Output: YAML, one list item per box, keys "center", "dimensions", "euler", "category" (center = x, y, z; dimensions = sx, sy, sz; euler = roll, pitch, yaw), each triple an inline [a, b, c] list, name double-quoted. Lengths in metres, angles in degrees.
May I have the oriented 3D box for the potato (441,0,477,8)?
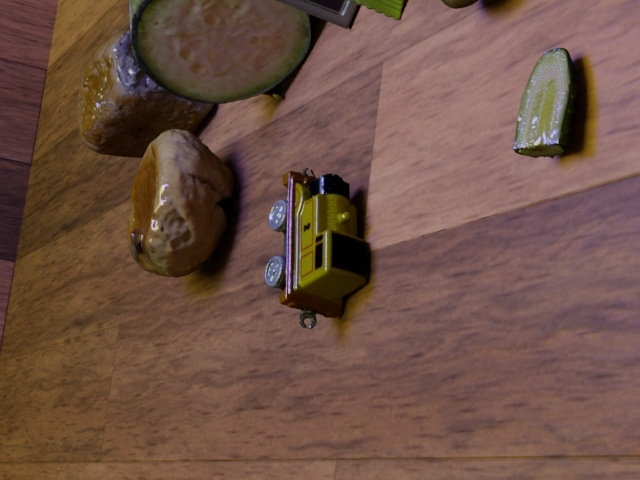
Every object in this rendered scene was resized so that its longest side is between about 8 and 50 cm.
- center: [0.180, -0.321, 1.559]
  dimensions: [0.188, 0.085, 0.105]
  euler: [-58, 8, 32]
  category: "potato"

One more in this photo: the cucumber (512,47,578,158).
- center: [0.226, -0.132, 1.416]
  dimensions: [0.067, 0.035, 0.107]
  euler: [-10, 62, 55]
  category: "cucumber"

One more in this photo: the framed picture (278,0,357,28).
- center: [-0.008, -0.437, 1.887]
  dimensions: [0.020, 0.211, 0.289]
  euler: [-85, 17, -61]
  category: "framed picture"

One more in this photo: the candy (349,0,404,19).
- center: [0.073, -0.412, 1.816]
  dimensions: [0.069, 0.149, 0.246]
  euler: [-5, -63, -68]
  category: "candy"

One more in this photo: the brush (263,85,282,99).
- center: [-0.072, -0.222, 2.170]
  dimensions: [0.021, 0.019, 0.083]
  euler: [-66, 22, 4]
  category: "brush"

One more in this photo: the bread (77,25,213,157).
- center: [-0.290, -0.261, 2.472]
  dimensions: [0.246, 0.196, 0.176]
  euler: [-42, 48, 52]
  category: "bread"

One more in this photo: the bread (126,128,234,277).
- center: [-0.216, -0.050, 2.278]
  dimensions: [0.244, 0.134, 0.244]
  euler: [-171, 90, -69]
  category: "bread"

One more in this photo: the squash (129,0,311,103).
- center: [-0.155, -0.426, 2.156]
  dimensions: [0.263, 0.263, 0.384]
  euler: [124, 149, -42]
  category: "squash"

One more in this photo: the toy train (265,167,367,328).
- center: [0.000, 0.000, 1.814]
  dimensions: [0.127, 0.089, 0.219]
  euler: [-30, 51, 47]
  category: "toy train"
